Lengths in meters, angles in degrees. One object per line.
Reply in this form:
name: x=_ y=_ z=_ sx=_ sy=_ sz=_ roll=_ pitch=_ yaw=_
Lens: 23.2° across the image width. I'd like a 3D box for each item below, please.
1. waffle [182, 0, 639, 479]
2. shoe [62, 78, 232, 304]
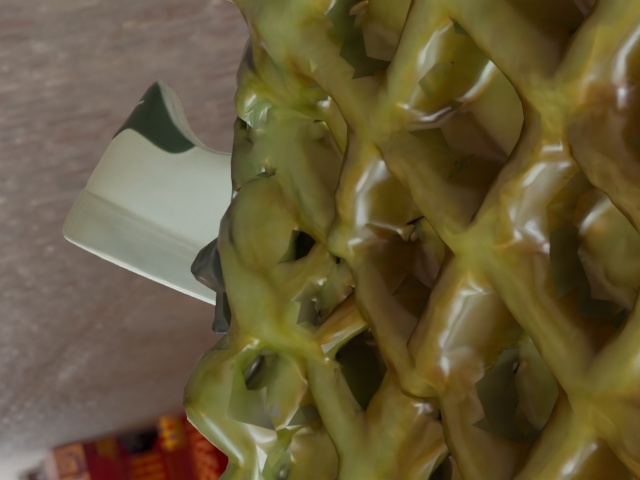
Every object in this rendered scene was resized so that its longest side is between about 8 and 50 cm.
waffle: x=0.074 y=0.023 z=0.359 sx=0.073 sy=0.317 sz=0.297 roll=-7 pitch=-177 yaw=-41
shoe: x=0.000 y=0.000 z=0.832 sx=0.265 sy=0.110 sz=0.095 roll=20 pitch=178 yaw=-1
